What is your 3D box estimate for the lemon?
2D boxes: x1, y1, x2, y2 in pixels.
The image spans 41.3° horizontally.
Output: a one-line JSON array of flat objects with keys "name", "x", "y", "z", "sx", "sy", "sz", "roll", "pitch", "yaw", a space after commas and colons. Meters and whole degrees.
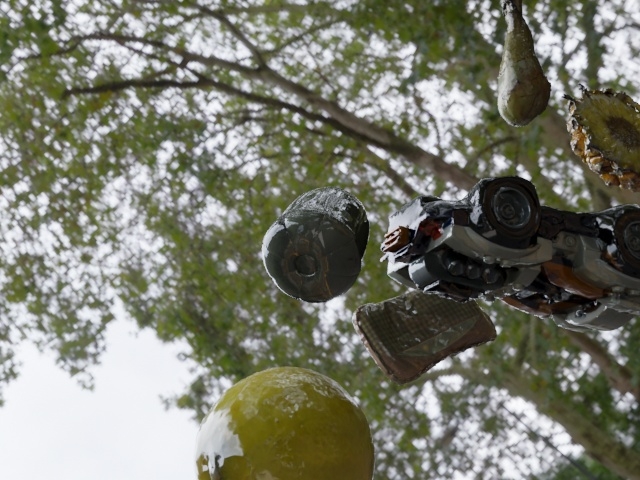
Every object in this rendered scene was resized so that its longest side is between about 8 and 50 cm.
[{"name": "lemon", "x": -0.061, "y": 0.288, "z": 1.123, "sx": 0.219, "sy": 0.240, "sz": 0.240, "roll": 12, "pitch": -67, "yaw": -48}]

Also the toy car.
[{"name": "toy car", "x": 0.210, "y": 0.023, "z": 0.908, "sx": 0.301, "sy": 0.118, "sz": 0.193, "roll": 10, "pitch": -20, "yaw": -19}]

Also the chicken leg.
[{"name": "chicken leg", "x": 0.264, "y": -0.239, "z": 1.122, "sx": 0.093, "sy": 0.070, "sz": 0.178, "roll": 3, "pitch": -102, "yaw": -61}]

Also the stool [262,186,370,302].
[{"name": "stool", "x": 0.000, "y": 0.000, "z": 0.822, "sx": 0.110, "sy": 0.096, "sz": 0.096, "roll": -61, "pitch": -9, "yaw": -61}]

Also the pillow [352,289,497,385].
[{"name": "pillow", "x": 0.151, "y": 0.123, "z": 1.227, "sx": 0.211, "sy": 0.135, "sz": 0.034, "roll": -22, "pitch": -22, "yaw": -30}]

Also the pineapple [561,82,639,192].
[{"name": "pineapple", "x": 0.473, "y": -0.166, "z": 1.360, "sx": 0.221, "sy": 0.221, "sz": 0.047, "roll": -20, "pitch": -22, "yaw": -36}]
